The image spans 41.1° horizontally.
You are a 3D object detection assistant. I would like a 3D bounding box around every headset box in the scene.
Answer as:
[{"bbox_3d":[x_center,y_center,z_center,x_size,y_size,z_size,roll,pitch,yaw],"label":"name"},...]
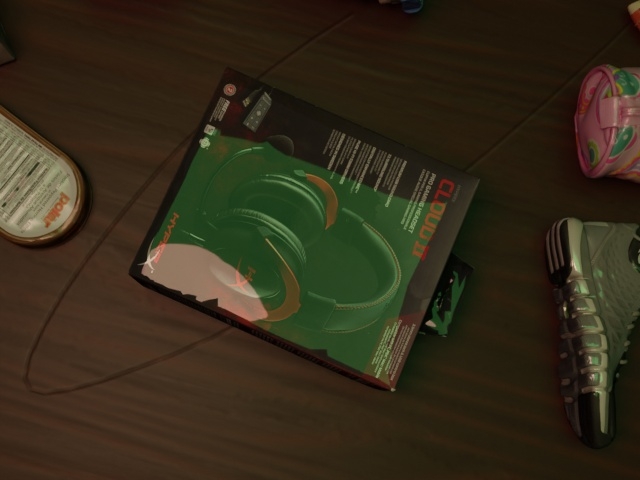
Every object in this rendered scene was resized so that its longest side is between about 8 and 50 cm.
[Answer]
[{"bbox_3d":[0.000,0.000,0.821,0.293,0.110,0.218,25,80,0],"label":"headset box"}]

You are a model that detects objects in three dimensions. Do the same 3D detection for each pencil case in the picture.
[{"bbox_3d":[0.405,-0.113,0.862,0.283,0.124,0.124,4,81,-2],"label":"pencil case"}]

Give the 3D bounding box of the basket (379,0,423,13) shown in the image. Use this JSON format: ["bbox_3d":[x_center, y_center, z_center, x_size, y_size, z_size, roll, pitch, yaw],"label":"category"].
[{"bbox_3d":[0.094,-0.341,0.806,0.288,0.255,0.201,6,79,8],"label":"basket"}]

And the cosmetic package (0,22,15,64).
[{"bbox_3d":[-0.479,-0.205,0.818,0.309,0.113,0.160,-23,84,-6],"label":"cosmetic package"}]

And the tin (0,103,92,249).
[{"bbox_3d":[-0.317,-0.069,0.848,0.189,0.040,0.106,36,85,2],"label":"tin"}]

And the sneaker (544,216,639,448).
[{"bbox_3d":[0.305,0.086,0.845,0.132,0.086,0.229,-3,81,-7],"label":"sneaker"}]

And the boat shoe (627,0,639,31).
[{"bbox_3d":[0.398,-0.265,0.921,0.137,0.049,0.043,-29,82,-3],"label":"boat shoe"}]
